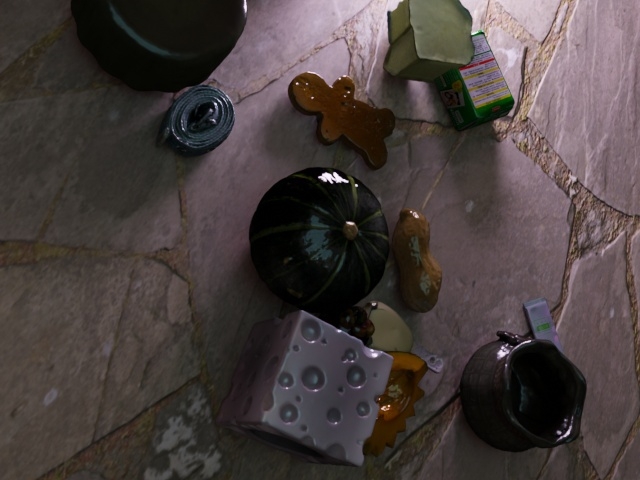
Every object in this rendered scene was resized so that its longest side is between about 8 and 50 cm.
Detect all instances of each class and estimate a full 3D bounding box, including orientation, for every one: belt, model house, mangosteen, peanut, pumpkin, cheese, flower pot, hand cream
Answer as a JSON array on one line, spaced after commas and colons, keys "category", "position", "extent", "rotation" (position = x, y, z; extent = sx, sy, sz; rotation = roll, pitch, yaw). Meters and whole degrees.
[{"category": "belt", "position": [-0.267, -0.263, 1.684], "extent": [0.148, 0.082, 0.163], "rotation": [21, 69, -19]}, {"category": "model house", "position": [0.260, -0.520, 1.967], "extent": [0.195, 0.189, 0.214], "rotation": [-2, 79, -29]}, {"category": "mangosteen", "position": [0.060, 0.196, 1.728], "extent": [0.140, 0.140, 0.140], "rotation": [7, 76, -27]}, {"category": "peanut", "position": [0.234, 0.047, 1.881], "extent": [0.117, 0.101, 0.263], "rotation": [-1, 76, -54]}, {"category": "pumpkin", "position": [0.130, 0.372, 1.767], "extent": [0.254, 0.149, 0.130], "rotation": [-48, 142, -23]}, {"category": "cheese", "position": [0.196, 0.252, 1.840], "extent": [0.255, 0.050, 0.127], "rotation": [33, 65, -18]}, {"category": "flower pot", "position": [0.500, 0.367, 1.887], "extent": [0.302, 0.213, 0.302], "rotation": [6, 77, -27]}, {"category": "hand cream", "position": [0.625, 0.292, 2.076], "extent": [0.079, 0.050, 0.275], "rotation": [-3, 74, -57]}, {"category": "pumpkin", "position": [0.000, 0.000, 1.677], "extent": [0.323, 0.241, 0.323], "rotation": [10, 68, -26]}]

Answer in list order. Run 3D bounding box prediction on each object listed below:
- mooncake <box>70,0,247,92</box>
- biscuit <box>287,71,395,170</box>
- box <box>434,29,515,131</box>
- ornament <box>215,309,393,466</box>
[{"category": "mooncake", "position": [-0.342, -0.498, 1.632], "extent": [0.356, 0.194, 0.356], "rotation": [9, 74, -31]}, {"category": "biscuit", "position": [0.050, -0.310, 1.887], "extent": [0.301, 0.049, 0.197], "rotation": [28, 63, -21]}, {"category": "box", "position": [0.409, -0.437, 2.082], "extent": [0.180, 0.103, 0.250], "rotation": [-22, 88, -31]}, {"category": "ornament", "position": [-0.034, 0.313, 1.590], "extent": [0.240, 0.239, 0.239], "rotation": [29, 66, -20]}]
